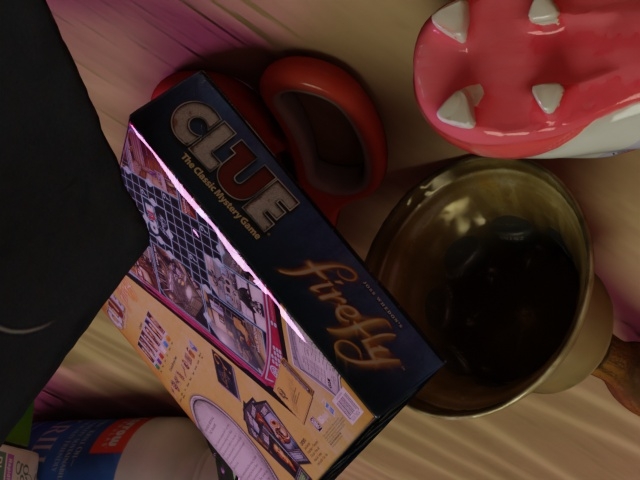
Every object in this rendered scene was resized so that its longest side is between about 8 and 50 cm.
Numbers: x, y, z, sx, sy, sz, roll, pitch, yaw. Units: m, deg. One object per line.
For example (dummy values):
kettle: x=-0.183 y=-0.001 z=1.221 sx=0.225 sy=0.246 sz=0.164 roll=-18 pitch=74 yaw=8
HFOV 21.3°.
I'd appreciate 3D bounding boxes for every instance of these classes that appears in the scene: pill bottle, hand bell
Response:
pill bottle: x=-0.130 y=0.179 z=1.132 sx=0.221 sy=0.124 sz=0.124 roll=-6 pitch=147 yaw=27
hand bell: x=0.139 y=0.056 z=0.860 sx=0.126 sy=0.126 sz=0.242 roll=-11 pitch=155 yaw=35

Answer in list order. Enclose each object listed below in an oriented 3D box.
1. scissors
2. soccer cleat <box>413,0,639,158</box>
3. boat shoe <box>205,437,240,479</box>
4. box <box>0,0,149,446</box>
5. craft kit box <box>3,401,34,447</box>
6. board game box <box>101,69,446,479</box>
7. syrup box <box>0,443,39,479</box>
scissors: x=0.000 y=0.000 z=0.869 sx=0.109 sy=0.021 sz=0.297 roll=1 pitch=148 yaw=17
soccer cleat: x=0.158 y=-0.068 z=0.650 sx=0.248 sy=0.083 sz=0.095 roll=-2 pitch=178 yaw=15
boat shoe: x=-0.050 y=0.103 z=1.009 sx=0.042 sy=0.049 sz=0.133 roll=12 pitch=122 yaw=15
box: x=-0.336 y=0.002 z=0.468 sx=0.297 sy=0.480 sz=0.472 roll=26 pitch=156 yaw=21
craft kit box: x=-0.353 y=0.090 z=1.068 sx=0.249 sy=0.061 sz=0.246 roll=-6 pitch=164 yaw=31
board game box: x=-0.036 y=0.039 z=0.812 sx=0.165 sy=0.042 sz=0.243 roll=50 pitch=159 yaw=8
syrup box: x=-0.304 y=0.178 z=1.100 sx=0.236 sy=0.093 sz=0.096 roll=-6 pitch=162 yaw=29
